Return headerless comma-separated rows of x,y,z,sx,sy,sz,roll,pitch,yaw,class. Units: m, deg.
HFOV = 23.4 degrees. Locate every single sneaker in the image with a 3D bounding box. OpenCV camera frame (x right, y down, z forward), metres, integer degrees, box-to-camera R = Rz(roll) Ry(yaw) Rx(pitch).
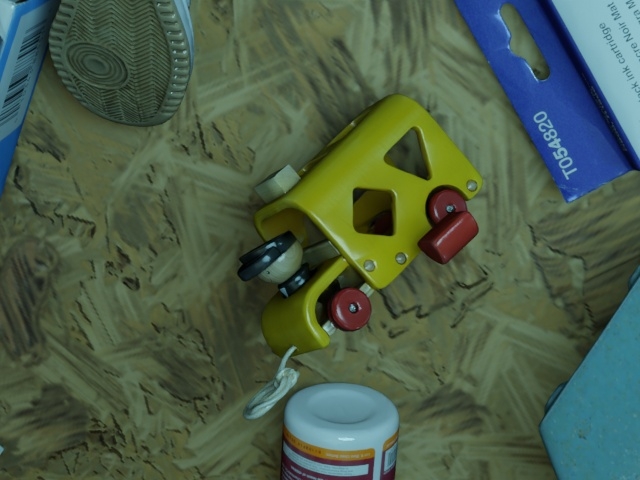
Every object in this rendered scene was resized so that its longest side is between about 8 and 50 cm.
-0.119,-0.212,1.022,0.099,0.153,0.282,10,144,7,sneaker

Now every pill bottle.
0.012,0.190,1.148,0.086,0.086,0.152,8,113,11,pill bottle

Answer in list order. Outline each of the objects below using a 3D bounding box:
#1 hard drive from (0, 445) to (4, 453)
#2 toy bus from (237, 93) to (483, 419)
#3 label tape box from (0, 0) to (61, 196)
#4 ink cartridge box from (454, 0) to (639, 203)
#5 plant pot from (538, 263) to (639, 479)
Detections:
-0.433,0.125,1.257,0.307,0.040,0.203,46,115,-7,hard drive
0.006,-0.007,1.011,0.191,0.202,0.104,-38,98,19,toy bus
-0.377,-0.136,1.101,0.334,0.106,0.240,24,115,3,label tape box
0.194,-0.163,0.960,0.224,0.045,0.223,-30,91,23,ink cartridge box
0.290,0.118,0.975,0.252,0.248,0.247,35,116,15,plant pot
